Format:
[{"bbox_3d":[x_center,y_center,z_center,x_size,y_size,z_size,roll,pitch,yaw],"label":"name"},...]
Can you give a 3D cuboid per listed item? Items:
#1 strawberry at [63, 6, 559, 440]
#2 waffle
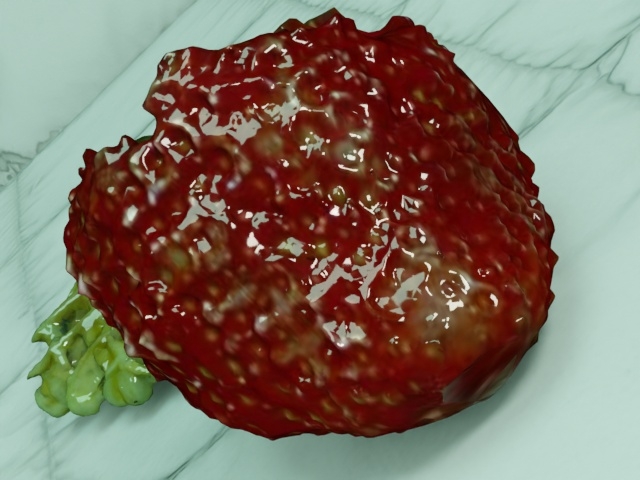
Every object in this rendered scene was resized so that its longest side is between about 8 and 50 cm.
[{"bbox_3d":[-0.002,0.001,0.760,0.261,0.257,0.261,-36,-9,-7],"label":"strawberry"},{"bbox_3d":[-0.114,0.015,1.112,0.297,0.073,0.317,-26,26,39],"label":"waffle"}]
